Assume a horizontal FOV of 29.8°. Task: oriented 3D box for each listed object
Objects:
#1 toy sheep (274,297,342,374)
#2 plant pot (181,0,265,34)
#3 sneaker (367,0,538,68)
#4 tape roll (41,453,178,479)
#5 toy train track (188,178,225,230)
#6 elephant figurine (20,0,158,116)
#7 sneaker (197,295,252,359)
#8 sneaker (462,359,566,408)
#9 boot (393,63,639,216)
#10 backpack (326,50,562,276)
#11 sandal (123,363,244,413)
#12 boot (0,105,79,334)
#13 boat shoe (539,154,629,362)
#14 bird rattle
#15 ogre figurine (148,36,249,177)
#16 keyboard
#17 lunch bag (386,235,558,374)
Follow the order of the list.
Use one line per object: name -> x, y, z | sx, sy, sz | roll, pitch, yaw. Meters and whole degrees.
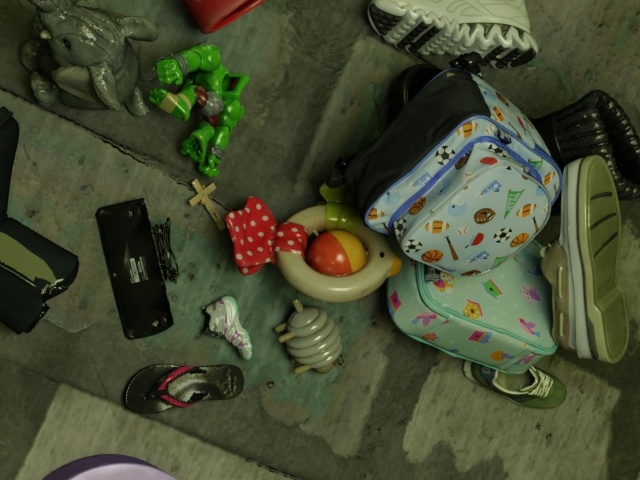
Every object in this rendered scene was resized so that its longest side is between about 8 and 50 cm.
toy sheep -> -0.015, 0.140, 1.757 | 0.091, 0.091, 0.132 | -36, 121, -20
plant pot -> -0.128, -0.406, 1.664 | 0.191, 0.191, 0.174 | -33, 95, -20
sneaker -> 0.202, -0.348, 1.857 | 0.292, 0.110, 0.118 | 8, 75, -28
tape roll -> -0.285, 0.433, 1.632 | 0.274, 0.090, 0.275 | 1, 88, -23
toy train track -> -0.163, -0.051, 1.735 | 0.048, 0.014, 0.083 | -39, 110, -26
elephant figurine -> -0.296, -0.244, 1.555 | 0.186, 0.239, 0.169 | -12, 93, -23
sneaker -> -0.142, 0.135, 1.729 | 0.069, 0.038, 0.098 | -22, 88, -21
sneaker -> 0.323, 0.226, 1.900 | 0.192, 0.086, 0.064 | 21, 81, -22
boot -> 0.302, -0.167, 1.794 | 0.348, 0.260, 0.131 | 40, 58, -20
backpack -> 0.200, -0.080, 1.642 | 0.263, 0.276, 0.213 | 17, 42, -47
sandal -> -0.189, 0.205, 1.703 | 0.179, 0.040, 0.067 | -5, 91, -23
boot -> -0.403, -0.023, 1.583 | 0.207, 0.094, 0.246 | 32, 84, -16
boat shoe -> 0.366, 0.028, 1.718 | 0.113, 0.103, 0.302 | -21, 109, -46
bird rattle -> 0.000, 0.000, 1.699 | 0.253, 0.143, 0.207 | -18, 51, -33
ogre figurine -> -0.162, -0.194, 1.685 | 0.197, 0.096, 0.118 | 54, 53, -25
keyboard -> -0.246, 0.037, 1.694 | 0.100, 0.038, 0.192 | -12, 95, 0
lunch bag -> 0.229, 0.062, 1.817 | 0.279, 0.108, 0.224 | 23, 51, -24
